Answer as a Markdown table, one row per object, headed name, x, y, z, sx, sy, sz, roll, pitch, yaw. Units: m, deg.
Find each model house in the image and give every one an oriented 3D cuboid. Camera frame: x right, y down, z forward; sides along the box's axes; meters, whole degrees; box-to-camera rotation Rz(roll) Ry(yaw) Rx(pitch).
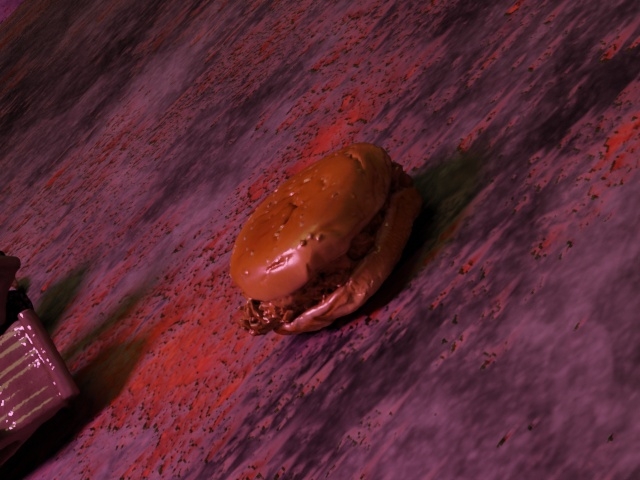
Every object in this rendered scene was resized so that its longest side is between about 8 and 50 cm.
| name | x | y | z | sx | sy | sz | roll | pitch | yaw |
| --- | --- | --- | --- | --- | --- | --- | --- | --- | --- |
| model house | -0.302 | 0.116 | 1.342 | 0.188 | 0.229 | 0.122 | -43 | -24 | 24 |

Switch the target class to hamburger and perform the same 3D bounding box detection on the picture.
| name | x | y | z | sx | sy | sz | roll | pitch | yaw |
| --- | --- | --- | --- | --- | --- | --- | --- | --- | --- |
| hamburger | 0.000 | 0.000 | 1.109 | 0.138 | 0.083 | 0.147 | -29 | 23 | 45 |

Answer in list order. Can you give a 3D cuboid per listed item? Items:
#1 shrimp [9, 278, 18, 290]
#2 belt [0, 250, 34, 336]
| name | x | y | z | sx | sy | sz | roll | pitch | yaw |
| --- | --- | --- | --- | --- | --- | --- | --- | --- | --- |
| shrimp | -0.406 | 0.109 | 1.728 | 0.190 | 0.042 | 0.101 | -52 | 29 | -19 |
| belt | -0.367 | 0.156 | 1.475 | 0.094 | 0.126 | 0.359 | -23 | 34 | 26 |
